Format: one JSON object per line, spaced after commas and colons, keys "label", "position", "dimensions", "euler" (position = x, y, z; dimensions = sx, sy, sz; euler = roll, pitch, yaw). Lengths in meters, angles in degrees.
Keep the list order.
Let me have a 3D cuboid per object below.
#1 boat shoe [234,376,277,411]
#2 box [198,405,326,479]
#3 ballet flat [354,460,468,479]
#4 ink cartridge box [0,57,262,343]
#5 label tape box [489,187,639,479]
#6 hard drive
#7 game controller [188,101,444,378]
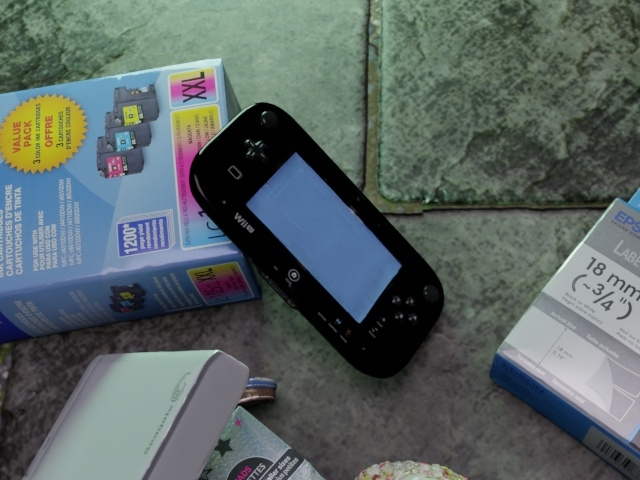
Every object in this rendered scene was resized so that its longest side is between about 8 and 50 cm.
{"label": "boat shoe", "position": [-0.129, 0.201, 1.103], "dimensions": [0.183, 0.066, 0.066], "euler": [-19, 69, 9]}
{"label": "box", "position": [-0.102, 0.310, 0.988], "dimensions": [0.142, 0.163, 0.247], "euler": [36, 74, 18]}
{"label": "ballet flat", "position": [0.145, 0.278, 1.023], "dimensions": [0.241, 0.077, 0.091], "euler": [16, 69, 14]}
{"label": "ink cartridge box", "position": [-0.283, -0.040, 1.185], "dimensions": [0.395, 0.151, 0.270], "euler": [-10, 64, 4]}
{"label": "label tape box", "position": [0.375, 0.077, 1.074], "dimensions": [0.240, 0.106, 0.333], "euler": [36, 74, 20]}
{"label": "hard drive", "position": [-0.207, 0.216, 0.968], "dimensions": [0.047, 0.353, 0.233], "euler": [36, 68, -21]}
{"label": "game controller", "position": [0.000, 0.000, 1.089], "dimensions": [0.319, 0.067, 0.166], "euler": [46, 43, -8]}
